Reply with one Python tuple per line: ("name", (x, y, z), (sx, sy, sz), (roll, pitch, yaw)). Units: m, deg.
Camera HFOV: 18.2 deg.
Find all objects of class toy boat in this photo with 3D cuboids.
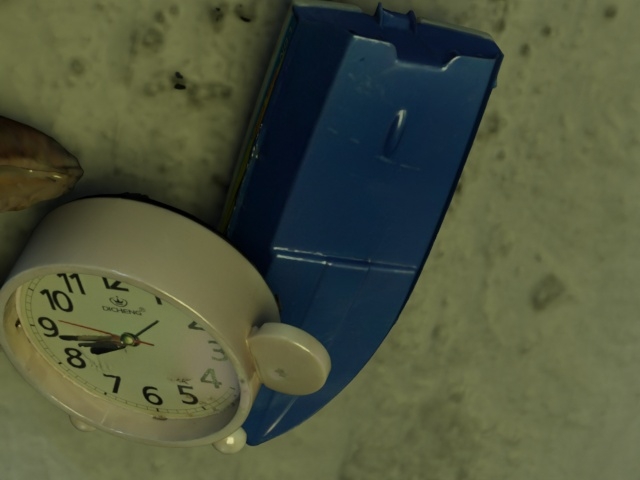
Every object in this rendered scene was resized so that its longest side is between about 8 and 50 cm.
("toy boat", (0.000, 0.000, 1.150), (0.129, 0.088, 0.295), (7, 120, -22))

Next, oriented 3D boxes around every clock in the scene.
("clock", (-0.098, 0.046, 1.100), (0.229, 0.063, 0.156), (7, 139, 22))

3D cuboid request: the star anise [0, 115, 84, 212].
("star anise", (-0.290, -0.053, 1.005), (0.349, 0.109, 0.292), (-35, 126, 1))
